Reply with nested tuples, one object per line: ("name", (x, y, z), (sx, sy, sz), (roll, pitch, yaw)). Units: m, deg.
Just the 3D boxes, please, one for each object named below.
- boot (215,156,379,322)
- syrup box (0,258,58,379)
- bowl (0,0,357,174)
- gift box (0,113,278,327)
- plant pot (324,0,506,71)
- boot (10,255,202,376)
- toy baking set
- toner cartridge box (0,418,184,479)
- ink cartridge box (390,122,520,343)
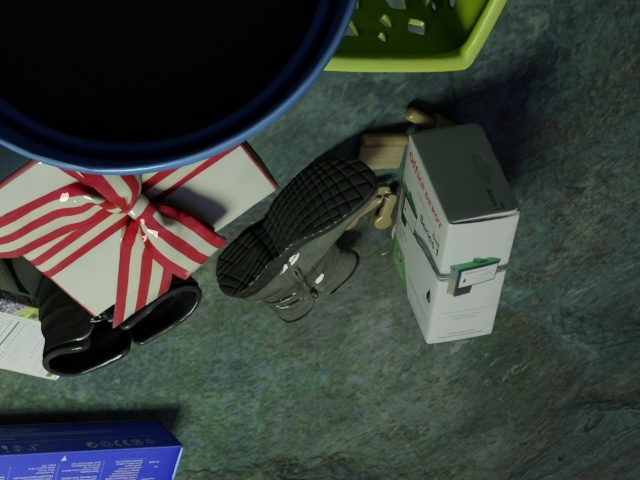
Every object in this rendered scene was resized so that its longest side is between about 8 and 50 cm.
("boot", (0.000, 0.000, 1.846), (0.246, 0.083, 0.161), (-39, 148, 20))
("syrup box", (-0.364, 0.069, 1.632), (0.237, 0.093, 0.096), (20, 118, -46))
("bowl", (-0.159, -0.245, 1.232), (0.391, 0.391, 0.077), (-32, 176, -2))
("gift box", (-0.221, -0.084, 1.431), (0.276, 0.258, 0.255), (-39, 142, 6))
("plant pot", (0.049, -0.307, 1.422), (0.227, 0.207, 0.228), (-4, 134, -34))
("boot", (-0.167, -0.015, 1.575), (0.338, 0.222, 0.118), (-39, 142, 8))
("toy baking set", (0.121, -0.072, 1.886), (0.256, 0.030, 0.197), (18, 126, -39))
("toner cartridge box", (-0.352, 0.317, 1.896), (0.348, 0.075, 0.165), (4, 113, -38))
("ink cartridge box", (0.158, -0.009, 1.823), (0.093, 0.160, 0.219), (-9, 138, -13))
